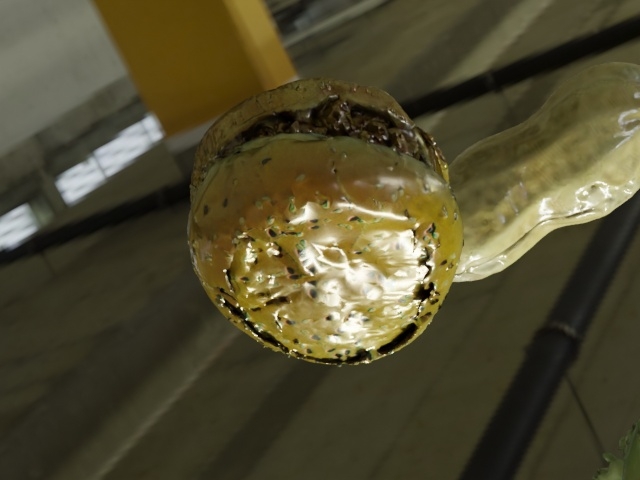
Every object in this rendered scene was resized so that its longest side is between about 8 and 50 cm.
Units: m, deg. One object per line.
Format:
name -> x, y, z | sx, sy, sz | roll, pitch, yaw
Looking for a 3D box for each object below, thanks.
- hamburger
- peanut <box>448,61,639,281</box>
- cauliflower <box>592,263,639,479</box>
hamburger -> 0.000, 0.000, 0.853 | 0.185, 0.177, 0.113 | -42, -142, 28
peanut -> 0.209, -0.059, 1.355 | 0.290, 0.130, 0.130 | -33, -167, 7
cauliflower -> 0.320, 0.171, 1.024 | 0.327, 0.281, 0.260 | -36, -135, -3
